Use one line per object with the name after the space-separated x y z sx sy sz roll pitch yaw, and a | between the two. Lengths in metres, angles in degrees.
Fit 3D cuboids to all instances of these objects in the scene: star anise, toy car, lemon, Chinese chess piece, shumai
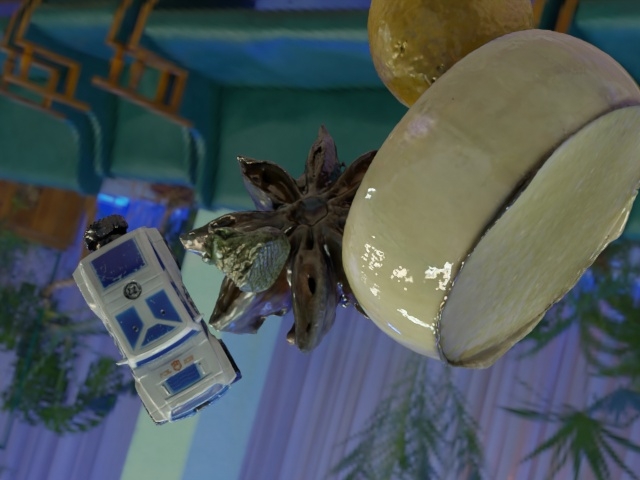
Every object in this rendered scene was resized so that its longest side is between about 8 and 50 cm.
-0.002 0.001 1.342 0.331 0.332 0.118 11 145 27 | star anise
-0.134 0.059 0.912 0.080 0.171 0.070 -29 173 -4 | toy car
0.144 -0.235 1.276 0.188 0.257 0.188 3 132 3 | lemon
0.175 -0.036 1.105 0.140 0.338 0.338 40 -176 27 | Chinese chess piece
-0.083 0.008 1.203 0.080 0.082 0.083 38 163 25 | shumai
